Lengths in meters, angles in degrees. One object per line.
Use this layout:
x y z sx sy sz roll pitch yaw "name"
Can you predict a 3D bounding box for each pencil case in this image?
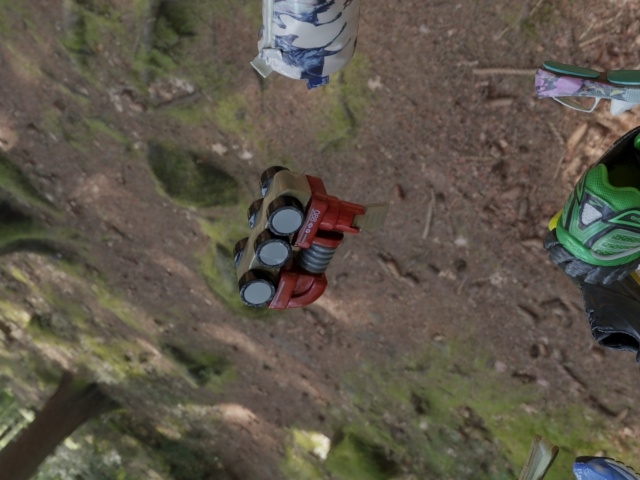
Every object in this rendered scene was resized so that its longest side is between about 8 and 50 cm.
-0.024 -0.387 1.126 0.160 0.183 0.410 41 166 13 "pencil case"

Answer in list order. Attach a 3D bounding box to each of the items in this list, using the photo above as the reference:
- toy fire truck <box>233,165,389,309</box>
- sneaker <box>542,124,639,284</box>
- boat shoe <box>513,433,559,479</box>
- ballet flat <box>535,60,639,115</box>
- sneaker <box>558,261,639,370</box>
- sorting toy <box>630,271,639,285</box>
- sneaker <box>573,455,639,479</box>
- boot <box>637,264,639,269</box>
0.000 0.000 1.266 0.247 0.158 0.217 12 122 -20 "toy fire truck"
0.412 -0.080 0.889 0.134 0.344 0.146 45 151 24 "sneaker"
0.359 0.412 1.357 0.048 0.056 0.153 33 105 27 "boat shoe"
0.475 -0.254 1.317 0.222 0.077 0.079 10 122 18 "ballet flat"
0.500 0.112 1.340 0.109 0.130 0.286 49 178 -40 "sneaker"
0.774 0.180 1.762 0.307 0.041 0.229 58 152 20 "sorting toy"
0.567 0.556 1.459 0.330 0.147 0.130 61 149 0 "sneaker"
0.724 0.017 1.719 0.095 0.258 0.123 63 177 -9 "boot"
